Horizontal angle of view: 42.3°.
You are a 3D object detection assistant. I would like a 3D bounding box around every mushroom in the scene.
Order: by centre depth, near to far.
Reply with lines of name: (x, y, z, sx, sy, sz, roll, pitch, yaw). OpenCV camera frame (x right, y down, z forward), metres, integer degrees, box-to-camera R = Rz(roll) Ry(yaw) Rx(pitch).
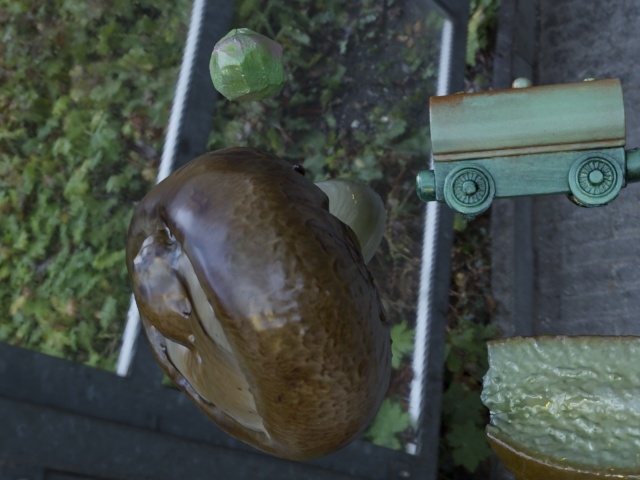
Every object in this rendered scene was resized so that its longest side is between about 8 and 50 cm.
mushroom: (-0.048, 0.048, 0.615, 0.153, 0.253, 0.253, -31, 37, -25)

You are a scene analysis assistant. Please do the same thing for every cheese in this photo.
cheese: (0.000, 0.000, 1.146, 0.175, 0.091, 0.202, -8, 42, 42)

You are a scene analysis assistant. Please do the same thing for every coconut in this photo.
coconut: (-0.083, -0.194, 0.914, 0.083, 0.082, 0.081, -7, 96, 29)

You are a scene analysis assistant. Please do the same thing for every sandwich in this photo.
sandwich: (0.214, 0.131, 0.469, 0.096, 0.258, 0.094, -51, 14, 46)

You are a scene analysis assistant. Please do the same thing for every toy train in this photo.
toy train: (0.262, -0.121, 1.060, 0.285, 0.116, 0.177, -4, 89, 13)
